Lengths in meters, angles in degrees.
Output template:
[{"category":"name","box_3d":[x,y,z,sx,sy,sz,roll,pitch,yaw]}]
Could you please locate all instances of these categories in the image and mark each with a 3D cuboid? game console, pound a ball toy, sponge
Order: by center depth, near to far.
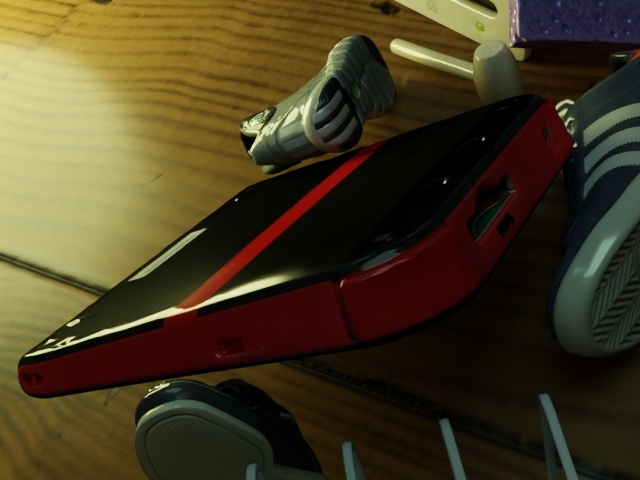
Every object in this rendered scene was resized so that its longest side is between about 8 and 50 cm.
[{"category":"game console","box_3d":[0.000,0.000,0.893,0.342,0.060,0.386,-17,14,30]},{"category":"sponge","box_3d":[0.279,-0.239,1.114,0.210,0.031,0.117,0,80,-14]},{"category":"pound a ball toy","box_3d":[0.143,-0.284,1.214,0.208,0.136,0.319,-37,48,-19]}]

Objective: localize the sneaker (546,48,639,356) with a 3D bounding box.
[{"category":"sneaker","box_3d":[0.241,-0.045,0.979,0.148,0.131,0.350,11,46,34]}]

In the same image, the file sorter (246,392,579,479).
[{"category":"file sorter","box_3d":[0.045,0.233,0.732,0.277,0.173,0.193,-14,46,3]}]

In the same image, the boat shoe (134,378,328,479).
[{"category":"boat shoe","box_3d":[-0.065,0.136,0.808,0.084,0.233,0.079,-24,61,12]}]

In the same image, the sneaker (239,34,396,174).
[{"category":"sneaker","box_3d":[-0.013,-0.128,1.132,0.132,0.086,0.229,-22,13,25]}]
